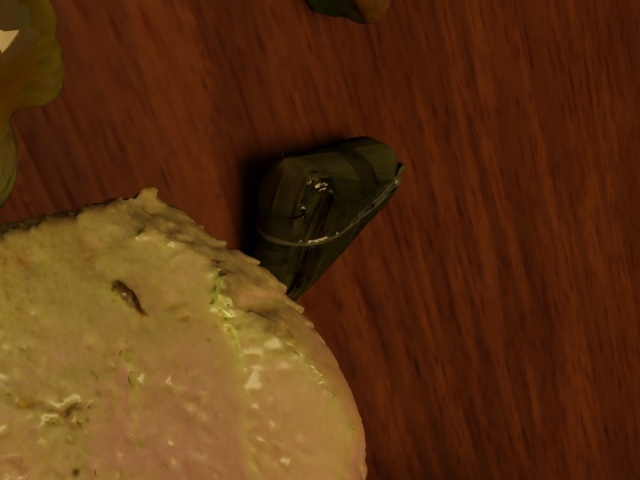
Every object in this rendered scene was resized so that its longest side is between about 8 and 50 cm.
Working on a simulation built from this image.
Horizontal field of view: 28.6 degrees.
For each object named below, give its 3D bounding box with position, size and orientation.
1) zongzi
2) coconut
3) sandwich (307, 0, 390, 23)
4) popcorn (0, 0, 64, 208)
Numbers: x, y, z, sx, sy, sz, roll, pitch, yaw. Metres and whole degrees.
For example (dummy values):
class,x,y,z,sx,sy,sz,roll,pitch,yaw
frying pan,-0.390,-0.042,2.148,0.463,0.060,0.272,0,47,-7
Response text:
class,x,y,z,sx,sy,sz,roll,pitch,yaw
zongzi,0.000,0.000,0.718,0.104,0.052,0.113,-17,126,-52
coconut,-0.124,0.109,0.466,0.233,0.245,0.233,11,65,-26
sandwich,0.004,-0.214,0.646,0.245,0.063,0.212,-26,120,-41
popcorn,-0.181,-0.087,0.367,0.259,0.212,0.259,-9,103,-41
